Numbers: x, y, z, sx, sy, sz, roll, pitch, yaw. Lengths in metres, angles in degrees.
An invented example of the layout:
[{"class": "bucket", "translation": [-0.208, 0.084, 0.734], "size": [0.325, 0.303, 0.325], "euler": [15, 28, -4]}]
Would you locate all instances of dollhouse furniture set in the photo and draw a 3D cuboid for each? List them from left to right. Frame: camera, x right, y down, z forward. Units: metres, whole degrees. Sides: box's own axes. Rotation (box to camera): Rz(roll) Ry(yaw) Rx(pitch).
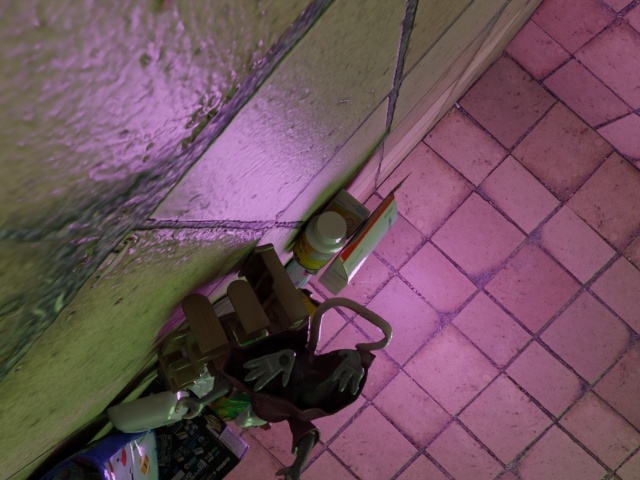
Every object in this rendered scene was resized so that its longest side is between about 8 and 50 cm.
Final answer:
[{"class": "dollhouse furniture set", "translation": [-0.168, 0.124, 0.831], "size": [0.242, 0.161, 0.212], "euler": [-16, 158, -37]}]

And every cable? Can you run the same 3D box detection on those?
[{"class": "cable", "translation": [-0.258, 0.235, 1.060], "size": [0.257, 0.089, 0.257], "euler": [-48, 178, 33]}]

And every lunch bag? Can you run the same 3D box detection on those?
[{"class": "lunch bag", "translation": [-0.459, 0.554, 0.885], "size": [0.328, 0.238, 0.386], "euler": [108, 2, -80]}, {"class": "lunch bag", "translation": [-0.072, 0.115, 1.927], "size": [0.224, 0.108, 0.279], "euler": [-53, 177, 14]}]

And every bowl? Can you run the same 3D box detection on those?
[{"class": "bowl", "translation": [-0.337, 0.344, 0.933], "size": [0.141, 0.053, 0.142], "euler": [-14, 158, -7]}]

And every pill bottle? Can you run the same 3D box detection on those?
[{"class": "pill bottle", "translation": [0.000, 0.000, 1.321], "size": [0.117, 0.117, 0.215], "euler": [-46, 177, -28]}]

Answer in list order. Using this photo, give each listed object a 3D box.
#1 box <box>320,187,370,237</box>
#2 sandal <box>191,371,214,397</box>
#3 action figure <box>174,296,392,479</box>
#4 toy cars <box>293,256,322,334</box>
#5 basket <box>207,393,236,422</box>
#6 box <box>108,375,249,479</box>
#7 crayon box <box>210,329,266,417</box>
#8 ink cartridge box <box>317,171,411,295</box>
[{"class": "box", "translation": [0.077, -0.077, 1.438], "size": [0.103, 0.114, 0.203], "euler": [-49, 176, 1]}, {"class": "sandal", "translation": [-0.354, 0.389, 1.382], "size": [0.416, 0.102, 0.169], "euler": [-26, 153, -22]}, {"class": "action figure", "translation": [-0.079, 0.251, 0.831], "size": [0.276, 0.248, 0.370], "euler": [-51, 174, -32]}, {"class": "toy cars", "translation": [-0.058, 0.118, 1.457], "size": [0.176, 0.087, 0.394], "euler": [-40, -148, 40]}, {"class": "basket", "translation": [-0.328, 0.553, 1.787], "size": [0.299, 0.214, 0.223], "euler": [-19, -179, -19]}, {"class": "box", "translation": [-0.383, 0.532, 1.202], "size": [0.295, 0.293, 0.073], "euler": [-48, 175, 16]}, {"class": "crayon box", "translation": [-0.215, 0.308, 1.244], "size": [0.165, 0.081, 0.279], "euler": [-45, -144, 46]}, {"class": "ink cartridge box", "translation": [0.155, -0.010, 1.454], "size": [0.308, 0.091, 0.385], "euler": [-49, 179, -26]}]
